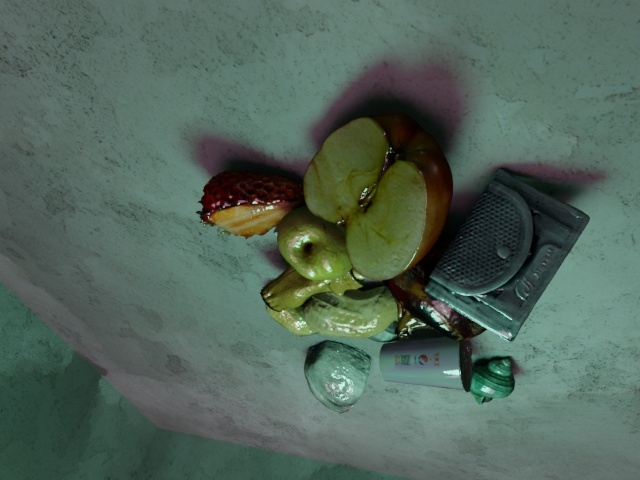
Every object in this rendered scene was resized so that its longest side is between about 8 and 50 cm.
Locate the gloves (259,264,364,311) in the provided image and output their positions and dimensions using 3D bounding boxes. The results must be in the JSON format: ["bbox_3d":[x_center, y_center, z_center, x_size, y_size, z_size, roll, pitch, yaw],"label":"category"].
[{"bbox_3d":[-0.026,0.116,1.742,0.356,0.155,0.203,-19,170,23],"label":"gloves"}]

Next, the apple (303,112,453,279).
[{"bbox_3d":[0.134,-0.107,1.299,0.328,0.295,0.365,21,135,-11],"label":"apple"}]

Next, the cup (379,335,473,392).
[{"bbox_3d":[0.359,0.415,1.909,0.288,0.203,0.203,-6,136,25],"label":"cup"}]

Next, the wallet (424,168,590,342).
[{"bbox_3d":[0.422,0.030,1.280,0.237,0.342,0.075,33,-179,19],"label":"wallet"}]

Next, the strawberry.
[{"bbox_3d":[-0.205,-0.125,1.553,0.280,0.150,0.253,-28,153,37],"label":"strawberry"}]

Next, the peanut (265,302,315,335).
[{"bbox_3d":[-0.099,0.253,1.975,0.224,0.129,0.129,44,141,1],"label":"peanut"}]

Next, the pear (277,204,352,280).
[{"bbox_3d":[0.000,0.000,1.513,0.228,0.211,0.188,42,113,7],"label":"pear"}]

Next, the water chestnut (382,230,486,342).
[{"bbox_3d":[0.305,0.144,1.494,0.350,0.302,0.350,40,178,1],"label":"water chestnut"}]

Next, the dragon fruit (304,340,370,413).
[{"bbox_3d":[0.041,0.547,2.226,0.221,0.204,0.283,32,141,-14],"label":"dragon fruit"}]

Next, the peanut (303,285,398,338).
[{"bbox_3d":[0.107,0.238,1.843,0.339,0.174,0.158,5,157,18],"label":"peanut"}]

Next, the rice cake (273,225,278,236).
[{"bbox_3d":[-0.027,-0.025,1.678,0.237,0.043,0.127,-19,127,39],"label":"rice cake"}]

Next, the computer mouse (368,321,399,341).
[{"bbox_3d":[0.180,0.301,1.964,0.231,0.071,0.126,31,142,-13],"label":"computer mouse"}]

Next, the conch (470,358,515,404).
[{"bbox_3d":[0.605,0.494,1.970,0.196,0.134,0.202,-5,155,-41],"label":"conch"}]
